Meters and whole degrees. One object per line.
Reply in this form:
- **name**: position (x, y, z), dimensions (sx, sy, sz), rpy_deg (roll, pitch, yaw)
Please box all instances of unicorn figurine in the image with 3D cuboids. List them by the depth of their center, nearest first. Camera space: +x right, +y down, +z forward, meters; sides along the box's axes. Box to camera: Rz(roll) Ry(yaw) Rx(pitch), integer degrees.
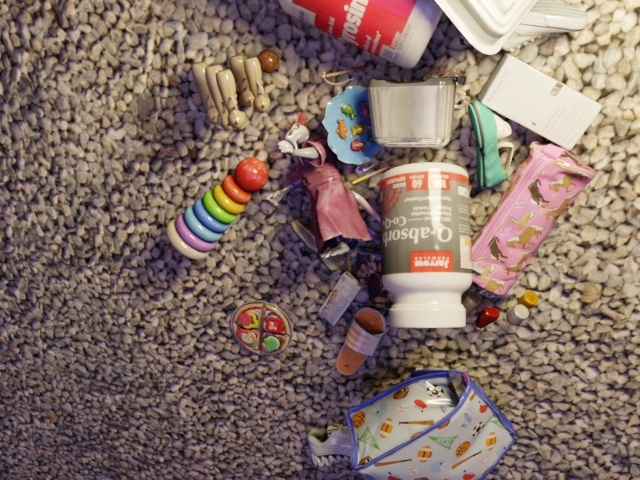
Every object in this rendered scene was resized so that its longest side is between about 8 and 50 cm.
- **unicorn figurine**: position (0.288, -0.327, 1.210), dimensions (0.111, 0.060, 0.162), rpy_deg (-18, 95, 29)

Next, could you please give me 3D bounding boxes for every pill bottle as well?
- **pill bottle**: position (0.057, -0.538, 1.060), dimensions (0.407, 0.229, 0.229), rpy_deg (25, 117, 0)
- **pill bottle**: position (0.245, 0.018, 1.207), dimensions (0.210, 0.210, 0.363), rpy_deg (-3, 82, 13)

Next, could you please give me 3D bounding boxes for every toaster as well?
- **toaster**: position (0.213, -0.287, 1.152), dimensions (0.227, 0.129, 0.147), rpy_deg (4, 109, 19)

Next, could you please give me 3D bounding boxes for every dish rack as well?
- **dish rack**: position (0.308, -0.533, 0.961), dimensions (0.285, 0.333, 0.072), rpy_deg (46, 148, -10)

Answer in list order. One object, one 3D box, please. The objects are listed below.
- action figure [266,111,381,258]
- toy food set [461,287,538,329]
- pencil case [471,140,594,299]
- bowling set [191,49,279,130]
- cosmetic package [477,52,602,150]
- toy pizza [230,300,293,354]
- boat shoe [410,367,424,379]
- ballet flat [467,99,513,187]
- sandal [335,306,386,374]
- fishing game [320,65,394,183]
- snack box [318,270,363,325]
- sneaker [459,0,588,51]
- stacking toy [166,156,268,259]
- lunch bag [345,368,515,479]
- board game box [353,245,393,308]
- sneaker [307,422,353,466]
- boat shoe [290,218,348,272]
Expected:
- **action figure**: position (0.017, -0.147, 1.274), dimensions (0.275, 0.248, 0.370), rpy_deg (-15, 85, -18)
- **toy food set**: position (0.449, 0.173, 1.382), dimensions (0.232, 0.111, 0.104), rpy_deg (10, 148, -4)
- **pencil case**: position (0.474, -0.049, 1.233), dimensions (0.160, 0.167, 0.386), rpy_deg (30, 116, 5)
- **bowling set**: position (-0.174, -0.354, 1.231), dimensions (0.199, 0.287, 0.154), rpy_deg (-21, 120, -15)
- **cosmetic package**: position (0.483, -0.310, 1.155), dimensions (0.231, 0.085, 0.117), rpy_deg (26, 117, -2)
- **toy pizza**: position (-0.184, 0.277, 1.600), dimensions (0.201, 0.032, 0.201), rpy_deg (5, 115, 10)
- **boat shoe**: position (0.336, 0.429, 1.550), dimensions (0.137, 0.049, 0.043), rpy_deg (27, 120, 2)
- **ballet flat**: position (0.396, -0.227, 1.190), dimensions (0.087, 0.083, 0.247), rpy_deg (-15, 134, 10)
- **sandal**: position (0.115, 0.318, 1.530), dimensions (0.102, 0.076, 0.265), rpy_deg (22, 117, 1)
- **fishing game**: position (0.088, -0.272, 1.216), dimensions (0.041, 0.189, 0.264), rpy_deg (6, 114, 57)
- **snack box**: position (0.055, 0.167, 1.473), dimensions (0.064, 0.022, 0.178), rpy_deg (43, 130, 15)
- **sneaker**: position (0.426, -0.457, 1.108), dimensions (0.258, 0.094, 0.091), rpy_deg (8, 137, 12)
- **stacking toy**: position (-0.265, -0.098, 1.403), dimensions (0.330, 0.141, 0.141), rpy_deg (-42, 100, 18)
- **lunch bag**: position (0.319, 0.546, 1.462), dimensions (0.385, 0.239, 0.328), rpy_deg (-34, 121, 16)
- **board game box**: position (0.215, 0.111, 1.431), dimensions (0.243, 0.042, 0.165), rpy_deg (8, 116, 9)
- **sneaker**: position (0.089, 0.650, 1.680), dimensions (0.292, 0.110, 0.118), rpy_deg (-18, 101, 19)
- **boat shoe**: position (0.000, 0.000, 1.421), dimensions (0.072, 0.068, 0.190), rpy_deg (-41, 111, 13)
